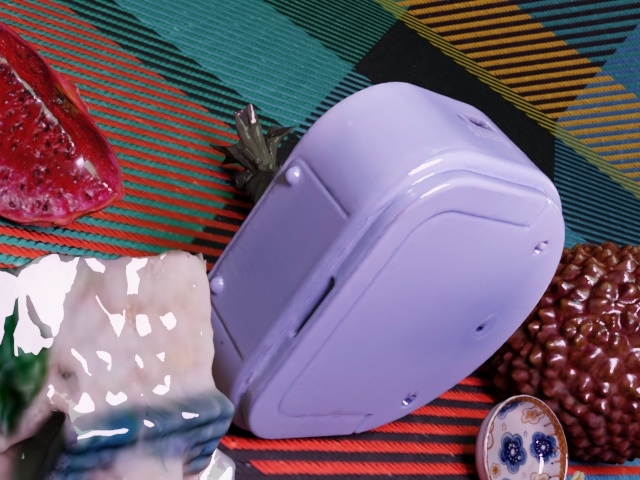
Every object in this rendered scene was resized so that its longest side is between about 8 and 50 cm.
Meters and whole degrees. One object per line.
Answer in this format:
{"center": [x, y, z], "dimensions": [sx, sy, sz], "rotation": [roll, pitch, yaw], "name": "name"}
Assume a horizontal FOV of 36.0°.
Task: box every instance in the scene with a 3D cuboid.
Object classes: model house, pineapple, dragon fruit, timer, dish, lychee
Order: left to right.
{"center": [-0.201, 0.157, 0.546], "dimensions": [0.243, 0.298, 0.284], "rotation": [-7, 87, -54], "name": "model house"}
{"center": [-0.323, -0.122, 1.068], "dimensions": [0.262, 0.134, 0.211], "rotation": [52, 13, -5], "name": "dragon fruit"}
{"center": [-0.049, -0.062, 1.301], "dimensions": [0.130, 0.119, 0.277], "rotation": [-20, 49, -11], "name": "pineapple"}
{"center": [0.074, 0.030, 1.025], "dimensions": [0.395, 0.395, 0.173], "rotation": [8, 35, -46], "name": "timer"}
{"center": [0.221, 0.258, 1.182], "dimensions": [0.141, 0.078, 0.141], "rotation": [9, 74, -35], "name": "dish"}
{"center": [0.376, 0.144, 1.320], "dimensions": [0.306, 0.330, 0.306], "rotation": [10, 60, -18], "name": "lychee"}

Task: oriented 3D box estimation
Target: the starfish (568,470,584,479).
{"center": [0.241, 0.327, 1.040], "dimensions": [0.217, 0.050, 0.223], "rotation": [29, 46, 30], "name": "starfish"}
